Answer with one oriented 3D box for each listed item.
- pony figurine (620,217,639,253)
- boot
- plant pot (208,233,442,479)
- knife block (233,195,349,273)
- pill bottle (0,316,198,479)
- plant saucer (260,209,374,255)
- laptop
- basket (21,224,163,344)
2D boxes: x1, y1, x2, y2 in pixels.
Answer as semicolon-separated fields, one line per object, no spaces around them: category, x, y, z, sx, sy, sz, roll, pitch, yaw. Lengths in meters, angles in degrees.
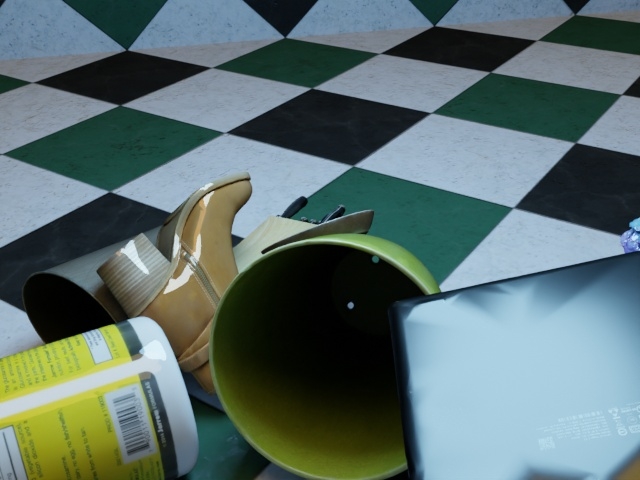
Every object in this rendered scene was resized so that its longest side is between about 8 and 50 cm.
pony figurine;0.426;0.093;0.876;0.303;0.363;0.351;20;52;19
boot;-0.132;0.048;1.014;0.109;0.220;0.283;-35;8;42
plant pot;0.046;0.104;0.934;0.275;0.274;0.293;7;13;14
knife block;-0.073;0.021;1.209;0.276;0.088;0.242;-11;31;-15
pill bottle;-0.315;0.214;0.799;0.334;0.188;0.188;-16;33;-23
plant saucer;0.000;0.000;1.052;0.168;0.029;0.168;-19;-4;-2
laptop;0.278;0.221;0.615;0.382;0.236;0.408;-12;32;8
basket;-0.266;0.072;1.080;0.204;0.154;0.227;24;34;23
